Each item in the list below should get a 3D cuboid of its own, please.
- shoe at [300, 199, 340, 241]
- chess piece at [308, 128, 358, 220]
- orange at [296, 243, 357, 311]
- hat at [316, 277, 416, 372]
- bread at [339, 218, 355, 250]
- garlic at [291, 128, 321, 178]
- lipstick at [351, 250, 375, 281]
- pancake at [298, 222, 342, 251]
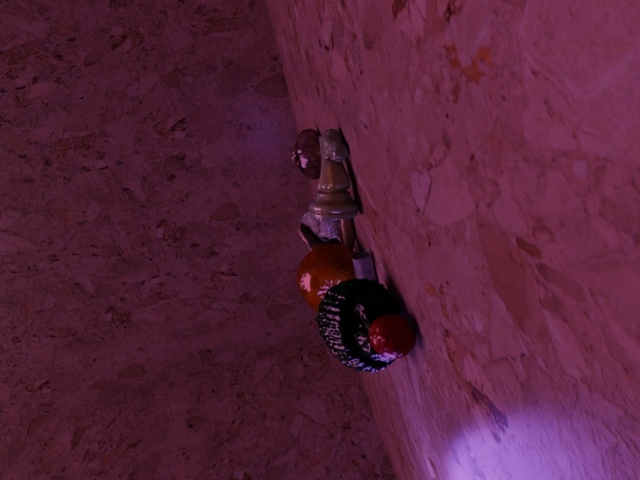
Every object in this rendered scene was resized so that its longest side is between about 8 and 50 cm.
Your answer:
[{"bbox_3d":[0.035,-0.108,2.297,0.211,0.132,0.342,48,153,3],"label":"shoe"},{"bbox_3d":[0.043,-0.223,1.529,0.176,0.175,0.299,-120,28,-79],"label":"chess piece"},{"bbox_3d":[0.049,0.152,1.791,0.226,0.283,0.284,-67,-35,-67],"label":"orange"},{"bbox_3d":[0.154,0.237,1.277,0.274,0.242,0.332,53,157,-10],"label":"hat"},{"bbox_3d":[0.107,-0.054,1.830,0.073,0.053,0.215,-123,20,-68],"label":"bread"},{"bbox_3d":[-0.063,-0.407,2.196,0.245,0.160,0.245,164,90,-88],"label":"garlic"},{"bbox_3d":[0.165,0.164,1.602,0.077,0.078,0.253,-110,7,-71],"label":"lipstick"},{"bbox_3d":[0.000,-0.001,2.443,0.282,0.049,0.282,30,-150,-19],"label":"pancake"}]
